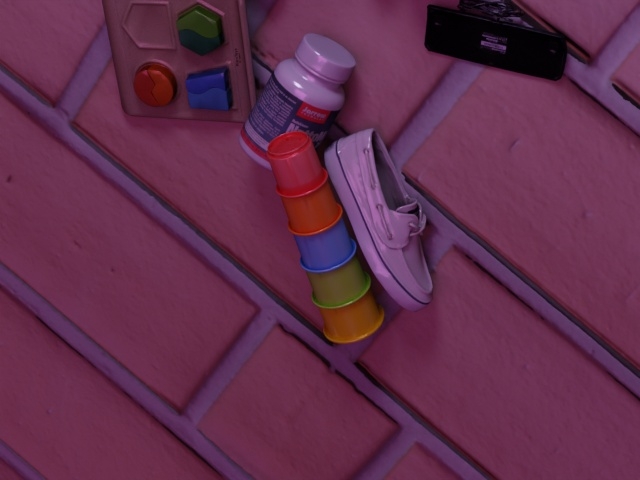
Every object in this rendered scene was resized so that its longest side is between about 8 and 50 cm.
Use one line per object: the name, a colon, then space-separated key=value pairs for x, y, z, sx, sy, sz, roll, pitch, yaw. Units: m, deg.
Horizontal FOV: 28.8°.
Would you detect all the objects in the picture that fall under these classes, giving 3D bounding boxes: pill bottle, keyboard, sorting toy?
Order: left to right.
sorting toy: x=-0.206 y=-0.301 z=1.743 sx=0.229 sy=0.041 sz=0.307 roll=8 pitch=126 yaw=18
pill bottle: x=-0.029 y=-0.189 z=1.721 sx=0.108 sy=0.108 sz=0.180 roll=34 pitch=117 yaw=6
keyboard: x=0.234 y=-0.277 z=1.643 sx=0.192 sy=0.038 sz=0.100 roll=16 pitch=137 yaw=13

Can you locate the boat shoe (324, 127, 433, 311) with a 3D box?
boat shoe: x=0.103 y=-0.031 z=1.743 sx=0.088 sy=0.096 sz=0.267 roll=-24 pitch=91 yaw=30

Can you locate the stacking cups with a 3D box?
stacking cups: x=0.000 y=0.000 z=1.729 sx=0.096 sy=0.096 sz=0.316 roll=-7 pitch=127 yaw=22
